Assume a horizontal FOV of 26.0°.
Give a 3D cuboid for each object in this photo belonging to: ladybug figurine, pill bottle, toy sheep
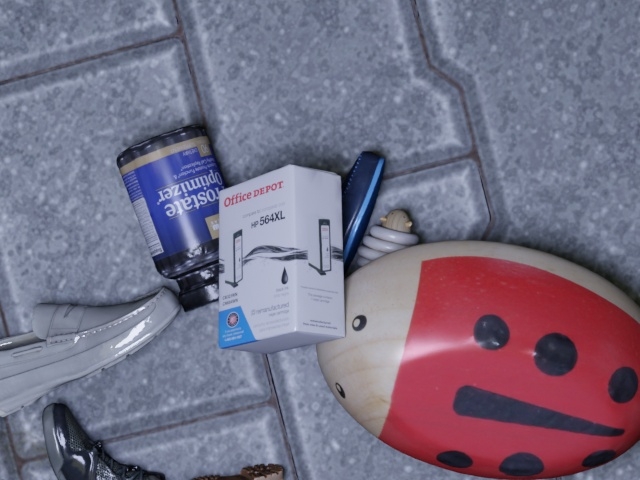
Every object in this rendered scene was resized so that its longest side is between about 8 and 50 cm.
[{"bbox_3d":[0.215,0.162,1.676,0.449,0.162,0.305,9,113,-2],"label":"ladybug figurine"},{"bbox_3d":[-0.168,-0.026,1.769,0.122,0.123,0.219,-21,90,7],"label":"pill bottle"},{"bbox_3d":[0.086,0.025,1.758,0.091,0.091,0.132,10,94,6],"label":"toy sheep"}]

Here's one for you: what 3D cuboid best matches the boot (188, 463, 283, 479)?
[{"bbox_3d":[-0.121,0.345,1.793,0.157,0.059,0.085,-6,103,-18],"label":"boot"}]

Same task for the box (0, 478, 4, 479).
[{"bbox_3d":[-0.481,0.477,1.857,0.063,0.067,0.324,17,94,5],"label":"box"}]

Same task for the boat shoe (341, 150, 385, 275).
[{"bbox_3d":[0.000,0.000,1.759,0.089,0.109,0.258,26,93,8],"label":"boat shoe"}]

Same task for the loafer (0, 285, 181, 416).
[{"bbox_3d":[-0.334,0.129,1.801,0.319,0.112,0.111,-25,98,8],"label":"loafer"}]

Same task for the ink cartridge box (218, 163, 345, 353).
[{"bbox_3d":[-0.049,0.025,1.674,0.148,0.086,0.203,-17,69,46],"label":"ink cartridge box"}]

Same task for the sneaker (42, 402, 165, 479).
[{"bbox_3d":[-0.274,0.302,1.816,0.130,0.087,0.228,-25,93,5],"label":"sneaker"}]
